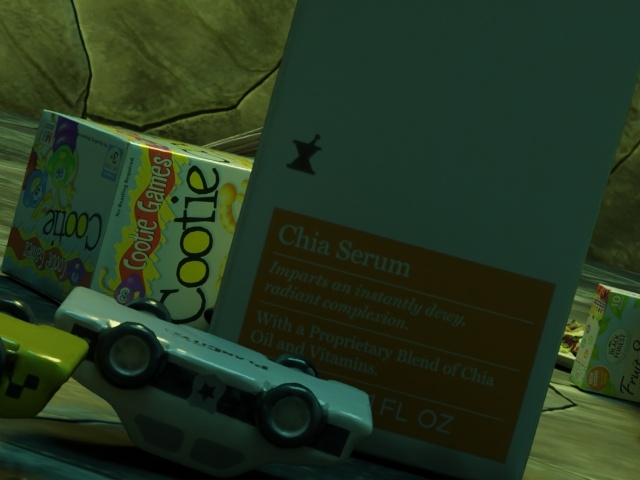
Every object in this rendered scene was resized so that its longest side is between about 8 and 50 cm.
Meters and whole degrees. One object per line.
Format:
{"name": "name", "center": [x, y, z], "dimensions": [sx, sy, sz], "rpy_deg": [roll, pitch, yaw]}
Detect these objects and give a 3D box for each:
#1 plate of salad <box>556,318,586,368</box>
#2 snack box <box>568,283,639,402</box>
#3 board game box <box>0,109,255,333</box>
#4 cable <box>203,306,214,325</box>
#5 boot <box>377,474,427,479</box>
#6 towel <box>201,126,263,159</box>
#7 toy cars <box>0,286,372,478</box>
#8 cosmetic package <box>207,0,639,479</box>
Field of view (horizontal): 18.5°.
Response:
{"name": "plate of salad", "center": [0.291, 0.111, 2.060], "dimensions": [0.199, 0.048, 0.200], "rpy_deg": [15, 6, -2]}
{"name": "snack box", "center": [0.321, 0.107, 1.892], "dimensions": [0.141, 0.100, 0.037], "rpy_deg": [14, 6, -17]}
{"name": "board game box", "center": [-0.100, -0.004, 1.638], "dimensions": [0.275, 0.142, 0.144], "rpy_deg": [11, 7, -39]}
{"name": "cable", "center": [0.000, 0.089, 1.538], "dimensions": [0.184, 0.047, 0.150], "rpy_deg": [11, 2, -19]}
{"name": "boot", "center": [0.084, 0.161, 1.016], "dimensions": [0.121, 0.045, 0.099], "rpy_deg": [11, 10, -40]}
{"name": "towel", "center": [-0.045, -0.056, 2.179], "dimensions": [0.317, 0.053, 0.332], "rpy_deg": [-14, -14, 37]}
{"name": "toy cars", "center": [-0.143, 0.077, 1.044], "dimensions": [0.393, 0.087, 0.176], "rpy_deg": [15, 10, -42]}
{"name": "cosmetic package", "center": [0.081, -0.085, 1.320], "dimensions": [0.230, 0.453, 0.161], "rpy_deg": [15, 5, 0]}
